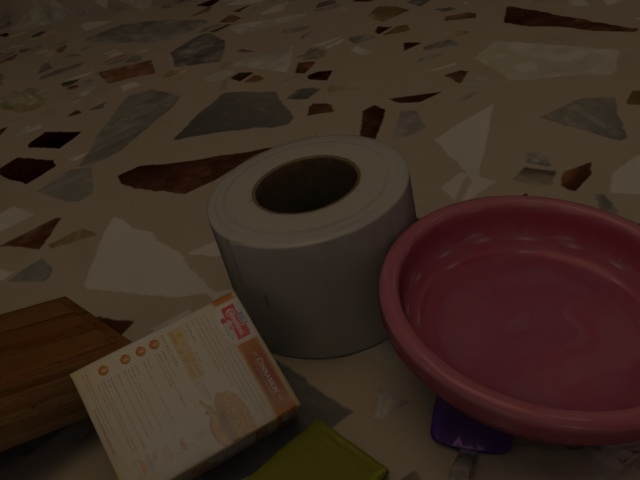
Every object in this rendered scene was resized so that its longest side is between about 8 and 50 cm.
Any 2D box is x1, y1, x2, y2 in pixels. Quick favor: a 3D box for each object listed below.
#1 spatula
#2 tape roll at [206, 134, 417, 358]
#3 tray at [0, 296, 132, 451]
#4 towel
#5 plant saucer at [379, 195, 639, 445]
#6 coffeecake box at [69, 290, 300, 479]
[{"bbox_3d":[0.120,0.223,0.629,0.084,0.030,0.296,5,36,22],"label":"spatula"},{"bbox_3d":[0.000,0.000,0.872,0.246,0.169,0.246,-9,34,6],"label":"tape roll"},{"bbox_3d":[-0.423,0.168,0.741,0.410,0.076,0.202,-18,23,-38],"label":"tray"},{"bbox_3d":[-0.050,0.266,0.648,0.102,0.021,0.237,28,51,37],"label":"towel"},{"bbox_3d":[0.224,0.078,0.718,0.331,0.084,0.332,0,37,0],"label":"plant saucer"},{"bbox_3d":[-0.135,0.161,0.727,0.185,0.068,0.142,-27,68,-17],"label":"coffeecake box"}]
